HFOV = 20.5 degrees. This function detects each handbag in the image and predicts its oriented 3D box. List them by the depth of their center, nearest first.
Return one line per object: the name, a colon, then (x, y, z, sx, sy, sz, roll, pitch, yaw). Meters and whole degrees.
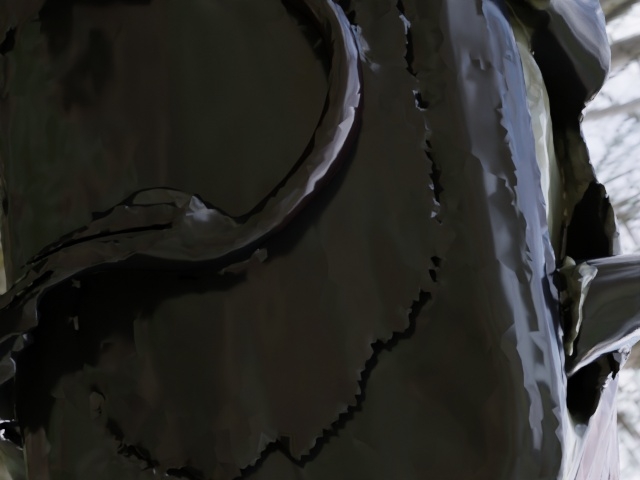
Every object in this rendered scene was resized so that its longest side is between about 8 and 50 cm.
handbag: (0.000, 0.000, 0.510, 0.181, 0.181, 0.254, -11, -113, 5)
